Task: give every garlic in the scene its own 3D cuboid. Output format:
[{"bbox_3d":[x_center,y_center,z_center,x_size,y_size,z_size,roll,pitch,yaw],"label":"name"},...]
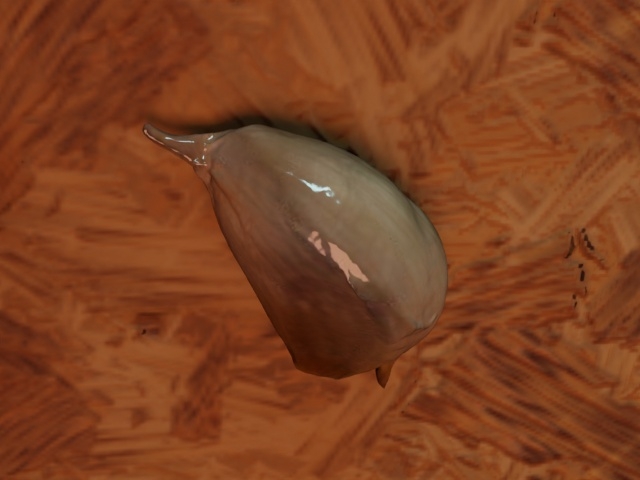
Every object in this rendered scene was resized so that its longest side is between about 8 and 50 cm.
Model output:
[{"bbox_3d":[0.002,0.004,0.641,0.084,0.066,0.152,-24,128,9],"label":"garlic"}]
